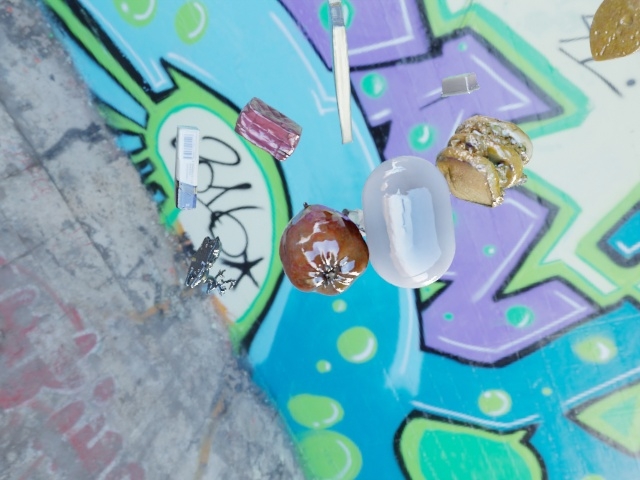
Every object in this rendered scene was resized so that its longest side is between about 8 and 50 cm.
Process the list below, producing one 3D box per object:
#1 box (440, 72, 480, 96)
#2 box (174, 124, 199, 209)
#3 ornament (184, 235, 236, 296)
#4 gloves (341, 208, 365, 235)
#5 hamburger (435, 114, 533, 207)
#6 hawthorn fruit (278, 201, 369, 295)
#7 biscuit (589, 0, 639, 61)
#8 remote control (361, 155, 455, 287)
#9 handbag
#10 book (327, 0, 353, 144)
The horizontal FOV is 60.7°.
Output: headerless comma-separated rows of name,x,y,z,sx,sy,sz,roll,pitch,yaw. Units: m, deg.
box,0.493,-0.554,1.943,0.089,0.122,0.062,-30,114,-41
box,-0.439,-0.242,1.790,0.168,0.071,0.260,-139,-126,-68
ornament,-0.368,0.098,1.944,0.202,0.080,0.236,-64,153,-7
gloves,0.173,-0.042,1.751,0.212,0.127,0.111,11,73,-16
hamburger,0.471,-0.218,1.579,0.211,0.260,0.245,-56,175,-20
hawthorn fruit,0.000,0.000,1.281,0.208,0.208,0.248,47,21,-43
biscuit,0.706,-0.510,1.256,0.029,0.221,0.142,-28,68,-41
remote control,0.220,-0.046,1.371,0.103,0.220,0.332,-39,123,-85
handbag,-0.180,-0.379,1.888,0.225,0.135,0.146,30,23,-14
book,0.046,-0.487,1.398,0.428,0.039,0.300,-92,176,-47
